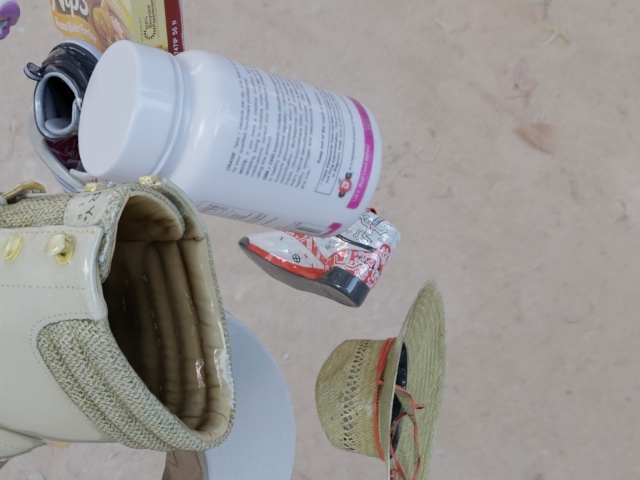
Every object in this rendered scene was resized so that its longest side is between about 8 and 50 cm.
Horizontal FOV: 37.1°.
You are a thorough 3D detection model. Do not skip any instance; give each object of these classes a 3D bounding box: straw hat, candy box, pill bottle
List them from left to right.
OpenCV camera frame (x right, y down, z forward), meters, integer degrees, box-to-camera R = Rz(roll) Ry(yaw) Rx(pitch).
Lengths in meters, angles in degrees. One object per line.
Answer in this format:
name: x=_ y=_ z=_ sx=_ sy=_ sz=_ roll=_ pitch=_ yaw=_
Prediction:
candy box: x=-0.318 y=-0.357 z=1.445 sx=0.087 sy=0.183 sz=0.316 roll=-22 pitch=46 yaw=-28
pill bottle: x=-0.090 y=-0.103 z=0.984 sx=0.283 sy=0.160 sz=0.160 roll=12 pitch=71 yaw=-36
straw hat: x=0.030 y=0.092 z=0.561 sx=0.061 sy=0.144 sz=0.145 roll=4 pitch=71 yaw=19

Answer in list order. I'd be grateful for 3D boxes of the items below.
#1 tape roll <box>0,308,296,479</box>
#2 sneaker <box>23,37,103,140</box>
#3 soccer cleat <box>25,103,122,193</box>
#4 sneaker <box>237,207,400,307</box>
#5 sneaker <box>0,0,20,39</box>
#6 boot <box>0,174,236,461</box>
tape roll: x=-0.195 y=0.203 z=0.753 sx=0.392 sy=0.072 sz=0.392 roll=-16 pitch=119 yaw=-31
sneaker: x=-0.295 y=-0.150 z=1.303 sx=0.101 sy=0.153 sz=0.268 roll=-37 pitch=100 yaw=23
soccer cleat: x=-0.358 y=-0.085 z=1.542 sx=0.116 sy=0.143 sz=0.331 roll=-40 pitch=124 yaw=-9
sneaker: x=0.001 y=0.001 z=1.433 sx=0.145 sy=0.270 sz=0.090 roll=-55 pitch=131 yaw=-15
sneaker: x=-0.509 y=-0.264 z=1.297 sx=0.104 sy=0.236 sz=0.095 roll=42 pitch=24 yaw=-2
boot: x=-0.158 y=-0.015 z=0.403 sx=0.095 sy=0.203 sz=0.262 roll=-43 pitch=118 yaw=-53
